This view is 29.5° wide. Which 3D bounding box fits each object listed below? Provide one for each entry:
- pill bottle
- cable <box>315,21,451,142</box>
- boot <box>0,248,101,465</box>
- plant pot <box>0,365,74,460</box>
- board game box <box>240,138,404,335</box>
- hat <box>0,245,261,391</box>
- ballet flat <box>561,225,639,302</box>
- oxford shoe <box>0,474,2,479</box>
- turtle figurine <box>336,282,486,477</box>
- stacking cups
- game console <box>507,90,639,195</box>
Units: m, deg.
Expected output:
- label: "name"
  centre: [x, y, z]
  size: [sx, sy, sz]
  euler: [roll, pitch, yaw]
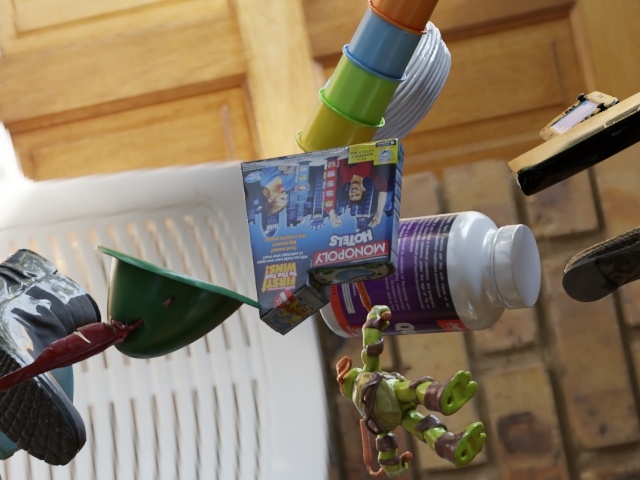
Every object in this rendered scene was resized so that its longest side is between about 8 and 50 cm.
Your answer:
- label: "pill bottle"
  centre: [0.163, 0.053, 1.861]
  size: [0.181, 0.322, 0.182]
  euler: [16, 71, -58]
- label: "cable"
  centre: [0.102, -0.248, 1.975]
  size: [0.089, 0.257, 0.257]
  euler: [45, -4, -23]
- label: "boot"
  centre: [-0.375, 0.138, 1.657]
  size: [0.338, 0.118, 0.222]
  euler: [46, 35, 18]
- label: "plant pot"
  centre: [-0.557, 0.243, 2.041]
  size: [0.247, 0.248, 0.252]
  euler: [-25, 85, -41]
- label: "board game box"
  centre: [0.000, 0.000, 1.310]
  size: [0.060, 0.194, 0.194]
  euler: [41, 49, -55]
- label: "hat"
  centre: [-0.184, 0.116, 1.240]
  size: [0.173, 0.208, 0.184]
  euler: [27, 82, -55]
- label: "ballet flat"
  centre: [0.396, 0.008, 1.421]
  size: [0.084, 0.249, 0.058]
  euler: [54, 37, -14]
- label: "oxford shoe"
  centre: [-0.627, 0.356, 1.860]
  size: [0.123, 0.348, 0.130]
  euler: [-53, 138, -37]
- label: "turtle figurine"
  centre: [0.087, 0.175, 1.427]
  size: [0.217, 0.087, 0.270]
  euler: [10, -72, 50]
- label: "stacking cups"
  centre: [0.073, -0.238, 1.436]
  size: [0.096, 0.096, 0.316]
  euler: [-84, -162, -68]
- label: "game console"
  centre: [0.342, -0.144, 1.612]
  size: [0.044, 0.213, 0.361]
  euler: [61, 8, -8]
